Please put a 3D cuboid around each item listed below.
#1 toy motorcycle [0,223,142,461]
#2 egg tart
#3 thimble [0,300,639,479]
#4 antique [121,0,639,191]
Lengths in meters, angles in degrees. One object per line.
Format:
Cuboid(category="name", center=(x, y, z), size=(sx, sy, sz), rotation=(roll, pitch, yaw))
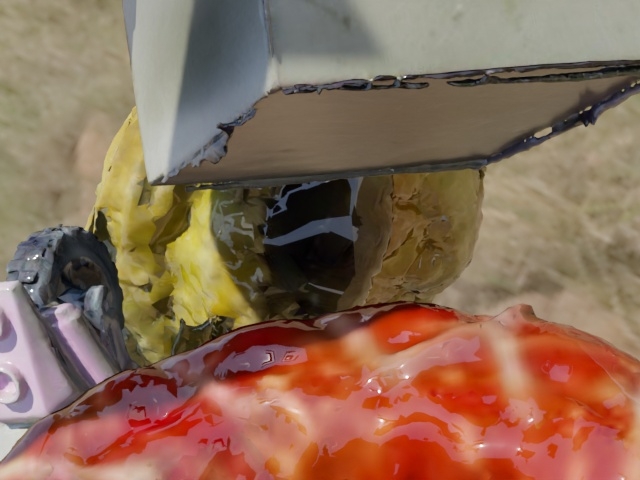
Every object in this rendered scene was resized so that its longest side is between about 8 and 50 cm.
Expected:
Cuboid(category="toy motorcycle", center=(-0.121, 0.131, 0.820), size=(0.108, 0.239, 0.204), rotation=(-21, 10, 30))
Cuboid(category="egg tart", center=(0.000, 0.000, 0.985), size=(0.132, 0.297, 0.297), rotation=(39, 103, 32))
Cuboid(category="thimble", center=(0.033, 0.202, 0.585), size=(0.350, 0.231, 0.350), rotation=(-10, 40, 8))
Cuboid(category="antique", center=(0.017, -0.101, 0.635), size=(0.152, 0.146, 0.148), rotation=(152, 112, -66))
